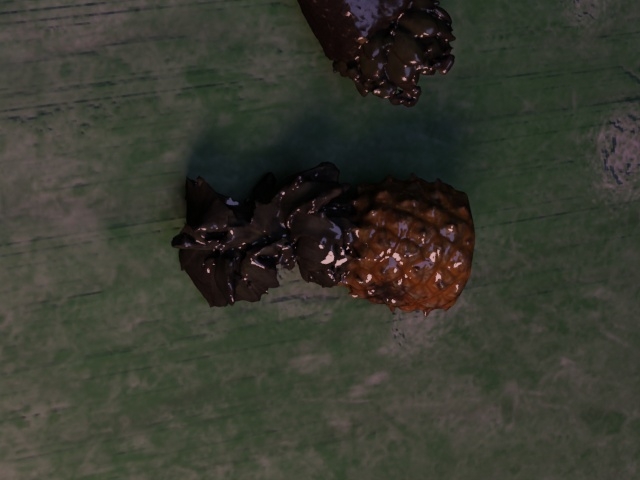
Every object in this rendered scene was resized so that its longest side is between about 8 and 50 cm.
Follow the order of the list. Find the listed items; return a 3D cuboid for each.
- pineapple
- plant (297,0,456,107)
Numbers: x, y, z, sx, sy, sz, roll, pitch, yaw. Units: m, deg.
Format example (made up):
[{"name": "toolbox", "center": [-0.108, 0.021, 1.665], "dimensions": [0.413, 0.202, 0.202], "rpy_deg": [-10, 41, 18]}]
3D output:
[{"name": "pineapple", "center": [0.000, 0.000, 1.445], "dimensions": [0.237, 0.111, 0.119], "rpy_deg": [6, 62, -18]}, {"name": "plant", "center": [0.038, -0.170, 1.447], "dimensions": [0.143, 0.092, 0.094], "rpy_deg": [48, 68, -15]}]
